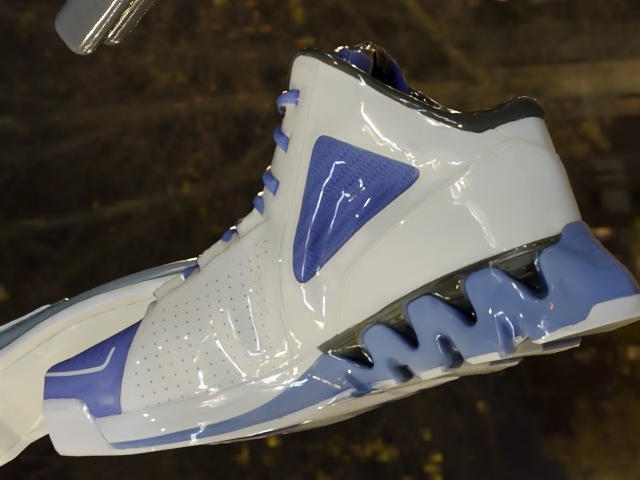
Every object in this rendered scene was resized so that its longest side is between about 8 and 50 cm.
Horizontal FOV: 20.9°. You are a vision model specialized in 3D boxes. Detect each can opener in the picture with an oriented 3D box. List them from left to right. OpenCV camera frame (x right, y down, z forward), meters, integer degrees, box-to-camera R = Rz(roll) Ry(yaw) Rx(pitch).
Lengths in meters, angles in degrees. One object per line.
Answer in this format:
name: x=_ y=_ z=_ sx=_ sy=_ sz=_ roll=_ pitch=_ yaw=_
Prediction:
can opener: x=-0.138 y=-0.271 z=1.394 sx=0.095 sy=0.283 sz=0.076 roll=51 pitch=-142 yaw=7

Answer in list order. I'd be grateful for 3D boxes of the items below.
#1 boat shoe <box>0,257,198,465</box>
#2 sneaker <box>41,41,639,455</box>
boat shoe: x=-0.193 y=0.078 z=1.270 sx=0.116 sy=0.319 sz=0.099 roll=55 pitch=-167 yaw=-39
sneaker: x=0.001 y=0.000 z=0.905 sx=0.127 sy=0.315 sz=0.182 roll=8 pitch=-114 yaw=-65
